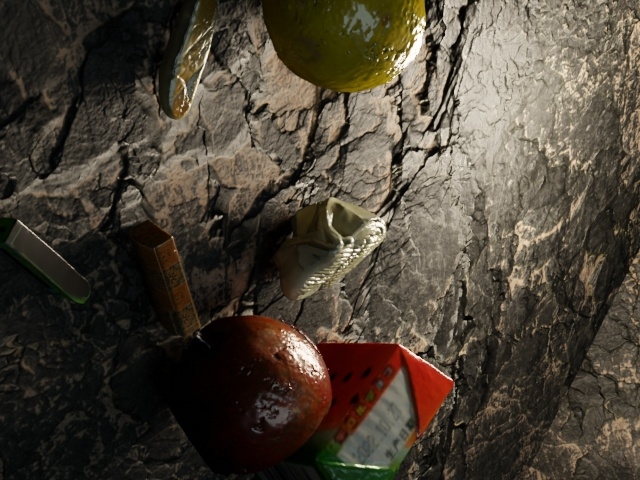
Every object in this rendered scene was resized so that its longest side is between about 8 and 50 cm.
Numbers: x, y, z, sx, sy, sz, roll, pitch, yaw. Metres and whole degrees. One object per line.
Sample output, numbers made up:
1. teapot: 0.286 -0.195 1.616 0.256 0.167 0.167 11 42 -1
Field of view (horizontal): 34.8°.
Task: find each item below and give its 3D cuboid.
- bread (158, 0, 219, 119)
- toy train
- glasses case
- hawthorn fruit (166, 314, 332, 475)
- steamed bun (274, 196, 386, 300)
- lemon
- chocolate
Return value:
1. bread: -0.214 -0.297 1.598 0.073 0.053 0.214 4 108 -54
2. toy train: -0.430 0.037 1.575 0.209 0.042 0.044 55 49 -51
3. glasses case: -0.269 0.070 1.759 0.049 0.075 0.218 -35 137 -25
4. hawthorn fruit: -0.134 0.288 1.895 0.316 0.316 0.316 -28 133 -35
5. steamed bun: -0.001 0.000 1.975 0.218 0.144 0.211 -46 164 27
6. lemon: 0.034 -0.374 1.665 0.310 0.257 0.258 24 95 -56
7. chocolate: 0.037 0.367 2.074 0.161 0.360 0.341 49 63 -20
